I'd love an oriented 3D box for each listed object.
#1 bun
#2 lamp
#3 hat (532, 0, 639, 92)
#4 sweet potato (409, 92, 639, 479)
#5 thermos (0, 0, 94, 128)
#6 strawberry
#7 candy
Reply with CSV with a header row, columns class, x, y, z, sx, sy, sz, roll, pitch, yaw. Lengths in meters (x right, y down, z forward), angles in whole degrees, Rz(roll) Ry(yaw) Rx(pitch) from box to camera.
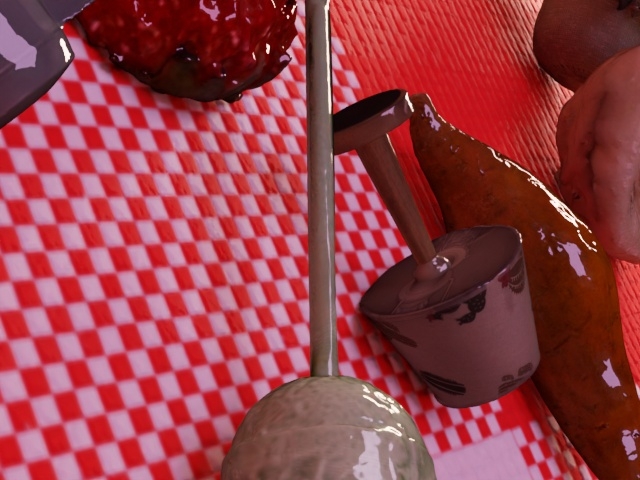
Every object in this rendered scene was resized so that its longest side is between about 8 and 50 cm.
class,x,y,z,sx,sy,sz,roll,pitch,yaw
bun,0.310,-0.092,1.285,0.231,0.231,0.133,23,5,-44
lamp,0.074,0.005,0.895,0.215,0.121,0.121,64,30,-16
hat,0.300,-0.217,1.371,0.257,0.257,0.130,31,80,-38
sweet potato,0.176,0.031,1.040,0.359,0.112,0.112,57,31,1
thermos,-0.238,-0.163,0.591,0.182,0.145,0.287,-42,103,-26
strawberry,-0.089,-0.211,0.859,0.190,0.111,0.237,-10,72,-54
candy,0.000,0.000,0.774,0.119,0.119,0.440,27,50,-41
